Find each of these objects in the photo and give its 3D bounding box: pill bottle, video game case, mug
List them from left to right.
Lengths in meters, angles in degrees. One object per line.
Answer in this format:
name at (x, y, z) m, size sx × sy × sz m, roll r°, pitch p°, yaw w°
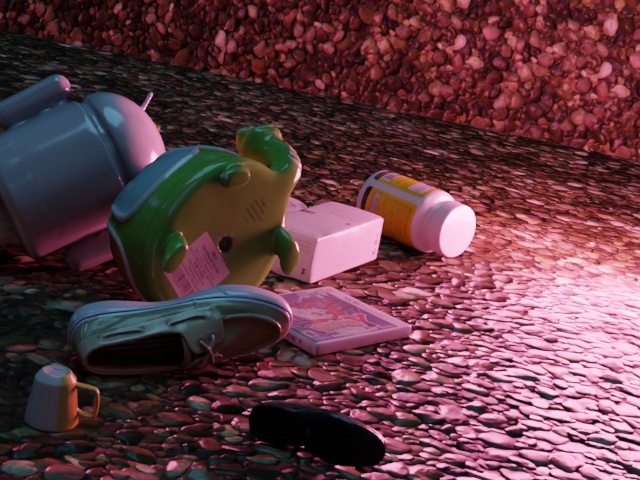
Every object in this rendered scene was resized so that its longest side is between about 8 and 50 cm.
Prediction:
mug at (-0.303, 0.180, 1.563) m, size 0.078 × 0.064 × 0.062 m, roll -2°, pitch 19°, yaw -35°
video game case at (0.004, 0.117, 2.011) m, size 0.201 × 0.023 × 0.183 m, roll -8°, pitch 23°, yaw -44°
pill bottle at (0.176, -0.047, 2.484) m, size 0.119 × 0.119 × 0.208 m, roll -7°, pitch 23°, yaw -43°

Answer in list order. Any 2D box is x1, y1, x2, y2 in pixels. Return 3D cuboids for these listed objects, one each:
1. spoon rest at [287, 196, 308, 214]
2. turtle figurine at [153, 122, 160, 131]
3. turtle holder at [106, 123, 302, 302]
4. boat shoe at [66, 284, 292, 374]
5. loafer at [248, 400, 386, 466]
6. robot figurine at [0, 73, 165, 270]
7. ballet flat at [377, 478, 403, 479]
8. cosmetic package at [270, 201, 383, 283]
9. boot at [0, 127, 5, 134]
spoon rest at (-0.113, -0.063, 2.490) m, size 0.276 × 0.084 × 0.137 m, roll 36°, pitch 30°, yaw 31°
turtle figurine at (-0.327, -0.093, 2.274) m, size 0.269 × 0.217 × 0.087 m, roll 10°, pitch 37°, yaw 21°
turtle holder at (-0.175, -0.047, 1.966) m, size 0.227 × 0.320 × 0.243 m, roll 23°, pitch -1°, yaw 44°
boat shoe at (-0.178, 0.131, 1.767) m, size 0.302 × 0.109 × 0.094 m, roll -6°, pitch 35°, yaw -16°
loafer at (0.003, 0.222, 1.596) m, size 0.170 × 0.062 × 0.061 m, roll 16°, pitch 13°, yaw 18°
robot figurine at (-0.388, -0.102, 2.081) m, size 0.353 × 0.300 × 0.200 m, roll -28°, pitch 7°, yaw -14°
ballet flat at (0.102, 0.286, 1.487) m, size 0.114 × 0.041 × 0.041 m, roll 6°, pitch 17°, yaw -10°
cosmetic package at (0.000, 0.000, 2.296) m, size 0.117 × 0.085 × 0.231 m, roll 17°, pitch 17°, yaw 27°
boot at (-0.570, -0.148, 2.489) m, size 0.283 × 0.109 × 0.220 m, roll 19°, pitch 22°, yaw 6°
